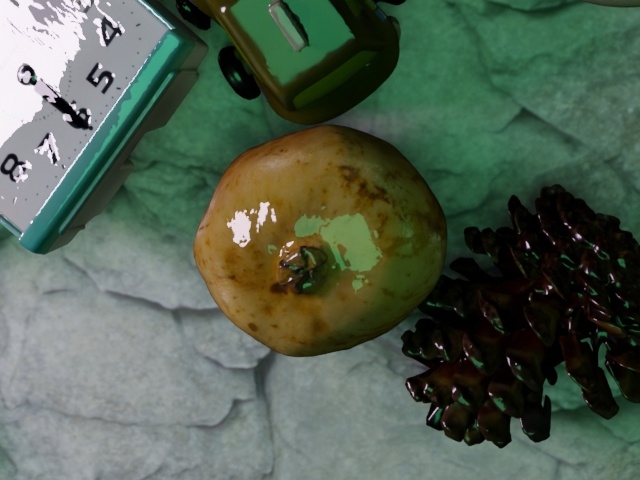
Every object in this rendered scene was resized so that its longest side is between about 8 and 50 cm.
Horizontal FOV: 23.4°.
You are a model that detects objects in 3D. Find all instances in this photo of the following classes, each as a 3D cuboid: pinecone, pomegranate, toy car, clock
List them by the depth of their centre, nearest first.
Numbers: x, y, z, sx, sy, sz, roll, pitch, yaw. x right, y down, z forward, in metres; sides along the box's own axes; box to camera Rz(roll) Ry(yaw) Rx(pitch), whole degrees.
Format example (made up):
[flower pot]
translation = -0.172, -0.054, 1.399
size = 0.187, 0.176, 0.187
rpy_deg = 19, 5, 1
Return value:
[toy car]
translation = -0.031, -0.225, 1.448
size = 0.204, 0.198, 0.248
rpy_deg = -32, 105, 10
[pomegranate]
translation = 0.000, 0.000, 1.502
size = 0.248, 0.248, 0.248
rpy_deg = 0, 108, 0
[clock]
translation = -0.263, -0.155, 1.506
size = 0.231, 0.116, 0.262
rpy_deg = 40, 103, 11
[pinecone]
translation = 0.209, 0.094, 1.536
size = 0.246, 0.246, 0.292
rpy_deg = 40, 120, -12

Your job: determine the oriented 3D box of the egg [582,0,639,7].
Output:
[egg]
translation = 0.270, -0.310, 1.425
size = 0.253, 0.186, 0.187
rpy_deg = 12, 107, -6
